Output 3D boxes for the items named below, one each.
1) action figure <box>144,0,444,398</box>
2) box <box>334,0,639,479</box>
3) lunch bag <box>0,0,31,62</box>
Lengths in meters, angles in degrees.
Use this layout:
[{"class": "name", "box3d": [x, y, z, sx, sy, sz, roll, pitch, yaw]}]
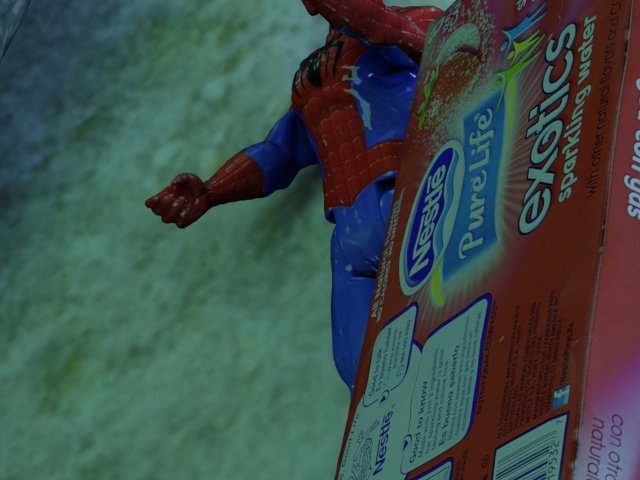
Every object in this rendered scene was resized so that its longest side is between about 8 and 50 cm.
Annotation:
[{"class": "action figure", "box3d": [0.000, 0.000, 0.660, 0.091, 0.139, 0.280, -33, 55, 38]}, {"class": "box", "box3d": [0.094, 0.022, 0.566, 0.128, 0.123, 0.257, -40, 30, 48]}, {"class": "lunch bag", "box3d": [-0.242, -0.090, 0.741, 0.256, 0.212, 0.305, 22, 79, 26]}]
